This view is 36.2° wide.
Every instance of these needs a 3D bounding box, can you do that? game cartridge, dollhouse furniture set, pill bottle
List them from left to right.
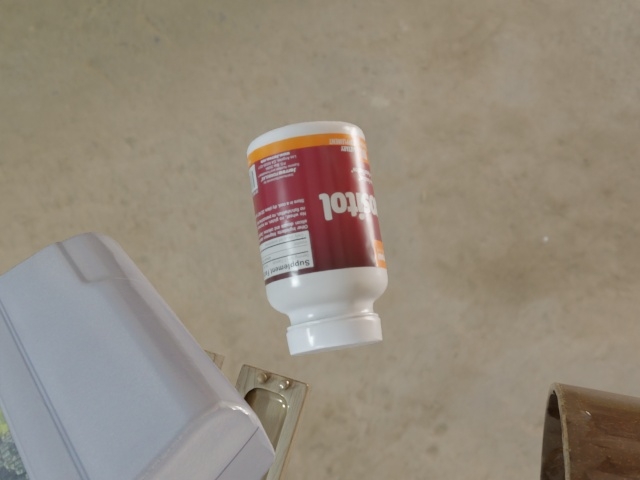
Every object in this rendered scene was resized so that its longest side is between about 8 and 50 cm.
[{"bbox_3d":[-0.172,0.121,0.382,0.294,0.060,0.196,-35,40,-13],"label":"game cartridge"},{"bbox_3d":[-0.105,0.141,0.650,0.151,0.123,0.144,17,84,9],"label":"dollhouse furniture set"},{"bbox_3d":[0.000,0.000,0.681,0.086,0.086,0.152,-8,81,-8],"label":"pill bottle"}]

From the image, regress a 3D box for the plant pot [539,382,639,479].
[{"bbox_3d":[0.239,0.188,0.522,0.230,0.215,0.215,1,62,9],"label":"plant pot"}]
